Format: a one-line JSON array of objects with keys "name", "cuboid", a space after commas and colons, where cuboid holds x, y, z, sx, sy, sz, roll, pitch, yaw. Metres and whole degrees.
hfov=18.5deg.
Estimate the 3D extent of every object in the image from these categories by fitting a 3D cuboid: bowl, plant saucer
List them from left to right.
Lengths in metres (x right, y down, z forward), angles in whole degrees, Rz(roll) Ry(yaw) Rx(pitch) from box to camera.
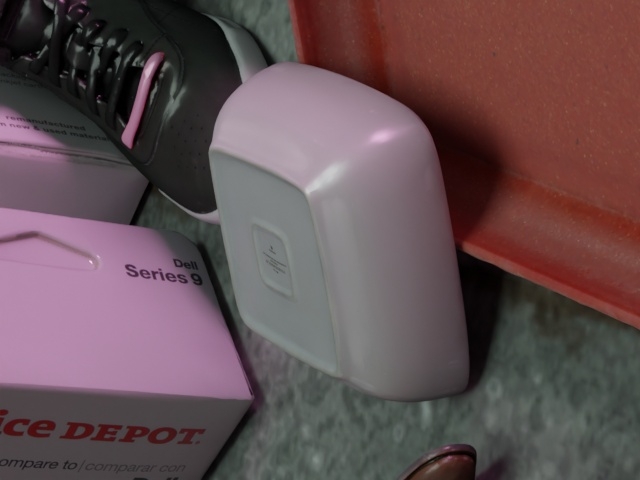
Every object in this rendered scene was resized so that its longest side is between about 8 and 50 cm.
[{"name": "bowl", "cuboid": [0.000, 0.000, 0.859, 0.142, 0.053, 0.142, 28, 133, 55]}, {"name": "plant saucer", "cuboid": [0.065, -0.115, 0.759, 0.258, 0.048, 0.259, 26, 131, 54]}]

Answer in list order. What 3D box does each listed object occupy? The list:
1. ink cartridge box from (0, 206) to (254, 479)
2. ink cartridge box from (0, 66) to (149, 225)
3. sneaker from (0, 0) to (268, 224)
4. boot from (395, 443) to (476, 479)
[{"name": "ink cartridge box", "cuboid": [-0.197, 0.125, 1.040, 0.289, 0.211, 0.121, -57, 41, 35]}, {"name": "ink cartridge box", "cuboid": [-0.243, -0.052, 1.214, 0.306, 0.131, 0.226, 55, 129, 43]}, {"name": "sneaker", "cuboid": [-0.135, -0.102, 1.043, 0.296, 0.147, 0.104, 50, 123, 46]}, {"name": "boot", "cuboid": [0.058, 0.156, 0.809, 0.106, 0.037, 0.114, 109, 150, -42]}]
